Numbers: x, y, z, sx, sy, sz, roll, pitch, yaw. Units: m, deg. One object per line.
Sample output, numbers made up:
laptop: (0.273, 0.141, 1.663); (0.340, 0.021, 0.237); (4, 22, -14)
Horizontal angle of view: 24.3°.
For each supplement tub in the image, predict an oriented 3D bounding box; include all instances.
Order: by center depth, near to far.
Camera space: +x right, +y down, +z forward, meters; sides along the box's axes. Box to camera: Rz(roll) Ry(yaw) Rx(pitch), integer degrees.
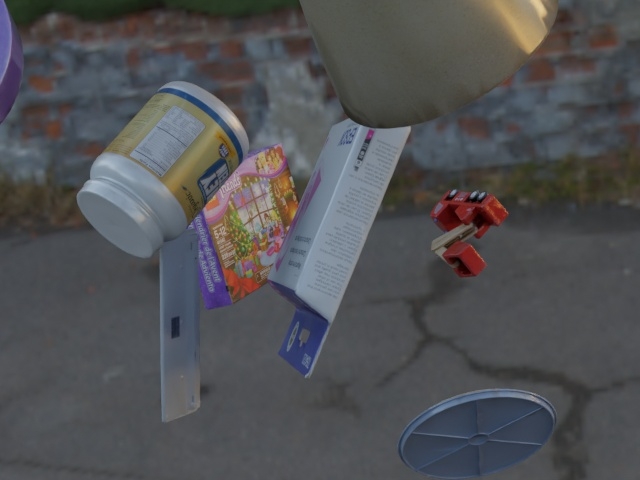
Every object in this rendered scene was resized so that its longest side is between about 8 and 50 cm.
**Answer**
supplement tub: (-0.202, -0.090, 1.895); (0.144, 0.144, 0.199); (13, 56, 43)

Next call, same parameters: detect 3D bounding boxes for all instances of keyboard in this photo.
keyboard: (-0.189, 0.114, 1.985); (0.014, 0.256, 0.072); (9, 13, 39)

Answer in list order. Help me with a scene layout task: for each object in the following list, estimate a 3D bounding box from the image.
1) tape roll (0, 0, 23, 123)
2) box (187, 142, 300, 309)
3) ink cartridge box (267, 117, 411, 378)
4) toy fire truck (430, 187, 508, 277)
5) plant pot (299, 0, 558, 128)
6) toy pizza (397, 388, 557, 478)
tape roll: (-0.370, -0.172, 1.352); (0.189, 0.189, 0.080); (-11, -9, -4)
box: (-0.123, -0.028, 2.424); (0.057, 0.201, 0.293); (-13, 10, 30)
ink cartridge box: (0.000, 0.000, 1.906); (0.071, 0.330, 0.324); (24, -3, -7)
toy fire truck: (0.211, -0.013, 2.233); (0.135, 0.047, 0.192); (-47, 21, -14)
plant pot: (0.069, -0.301, 1.506); (0.256, 0.274, 0.256); (-24, 32, 16)
toy pizza: (0.192, 0.233, 1.837); (0.201, 0.201, 0.032); (-10, 52, -2)
